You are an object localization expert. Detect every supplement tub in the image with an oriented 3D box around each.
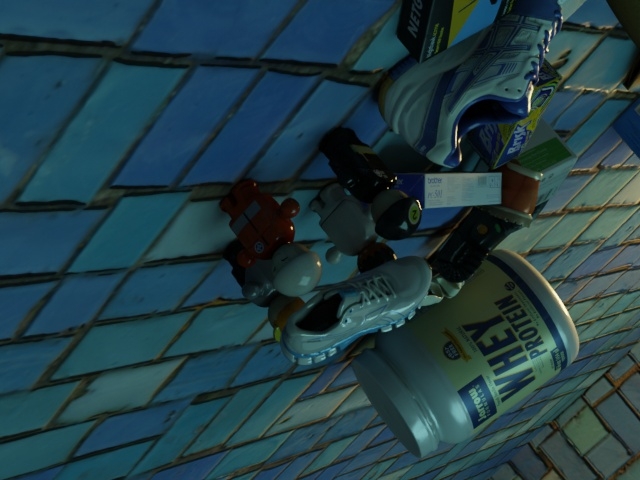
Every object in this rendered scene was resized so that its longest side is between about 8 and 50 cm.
[{"bbox_3d":[0.239,0.190,2.171,0.325,0.235,0.235,-34,159,-11],"label":"supplement tub"}]

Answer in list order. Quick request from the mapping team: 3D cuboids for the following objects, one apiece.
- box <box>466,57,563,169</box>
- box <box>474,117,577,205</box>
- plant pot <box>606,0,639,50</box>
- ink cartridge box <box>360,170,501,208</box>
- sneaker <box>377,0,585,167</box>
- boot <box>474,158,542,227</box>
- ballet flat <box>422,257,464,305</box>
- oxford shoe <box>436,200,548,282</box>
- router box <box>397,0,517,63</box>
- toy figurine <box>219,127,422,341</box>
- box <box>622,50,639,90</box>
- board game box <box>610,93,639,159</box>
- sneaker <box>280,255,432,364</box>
[{"bbox_3d":[0.249,-0.168,1.681,0.054,0.059,0.169,-27,157,-27],"label":"box"},{"bbox_3d":[0.288,-0.102,1.846,0.101,0.087,0.102,-26,156,-30],"label":"box"},{"bbox_3d":[0.388,-0.308,1.398,0.254,0.237,0.237,24,120,-40],"label":"plant pot"},{"bbox_3d":[0.144,-0.066,1.672,0.097,0.046,0.207,2,-176,34],"label":"ink cartridge box"},{"bbox_3d":[0.212,-0.197,1.460,0.296,0.131,0.112,-40,158,1],"label":"sneaker"},{"bbox_3d":[0.241,-0.077,1.783,0.059,0.158,0.085,12,98,-40],"label":"boot"},{"bbox_3d":[0.178,0.065,2.046,0.203,0.074,0.074,-16,151,-45],"label":"ballet flat"},{"bbox_3d":[0.264,-0.035,1.990,0.227,0.083,0.096,-43,180,11],"label":"oxford shoe"},{"bbox_3d":[0.151,-0.272,1.318,0.133,0.046,0.179,-31,159,-17],"label":"router box"},{"bbox_3d":[0.000,0.000,1.500,0.213,0.148,0.209,-30,158,-20],"label":"toy figurine"},{"bbox_3d":[0.549,-0.313,1.923,0.201,0.021,0.164,-29,158,-24],"label":"box"},{"bbox_3d":[0.660,-0.110,2.129,0.302,0.308,0.086,-7,144,-53],"label":"board game box"},{"bbox_3d":[0.042,0.069,1.425,0.190,0.071,0.083,-31,158,-12],"label":"sneaker"}]
